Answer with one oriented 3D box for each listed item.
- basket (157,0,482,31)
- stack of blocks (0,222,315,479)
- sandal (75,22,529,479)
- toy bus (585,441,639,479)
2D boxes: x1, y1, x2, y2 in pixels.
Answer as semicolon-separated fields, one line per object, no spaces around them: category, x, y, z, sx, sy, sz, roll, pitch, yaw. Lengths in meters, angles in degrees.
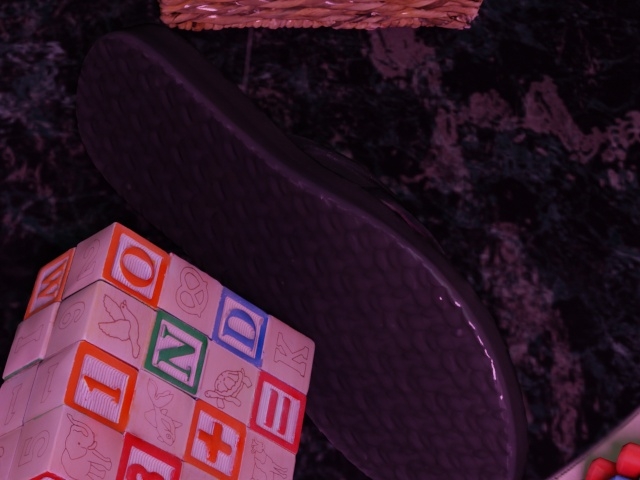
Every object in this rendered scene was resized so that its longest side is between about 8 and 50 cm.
basket;0.000;-0.325;1.106;0.299;0.213;0.223;-2;57;-13
stack of blocks;-0.112;0.161;0.775;0.171;0.087;0.297;34;48;-31
sandal;0.000;-0.003;0.923;0.107;0.167;0.446;-22;61;-44
toy bus;0.288;0.174;0.876;0.212;0.149;0.220;20;50;23
